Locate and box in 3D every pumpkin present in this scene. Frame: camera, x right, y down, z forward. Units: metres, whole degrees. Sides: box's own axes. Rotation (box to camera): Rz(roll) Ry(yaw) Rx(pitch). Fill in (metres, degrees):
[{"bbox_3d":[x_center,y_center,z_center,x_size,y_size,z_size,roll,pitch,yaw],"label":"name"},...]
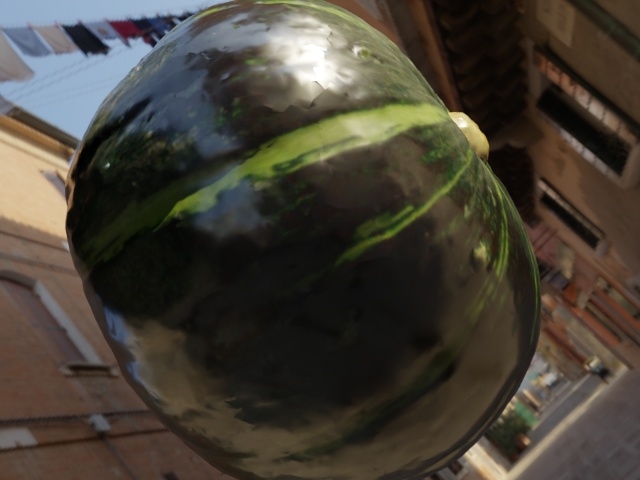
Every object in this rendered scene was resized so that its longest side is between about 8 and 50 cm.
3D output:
[{"bbox_3d":[0.000,0.000,0.497,0.241,0.323,0.323,-29,-13,21],"label":"pumpkin"}]
